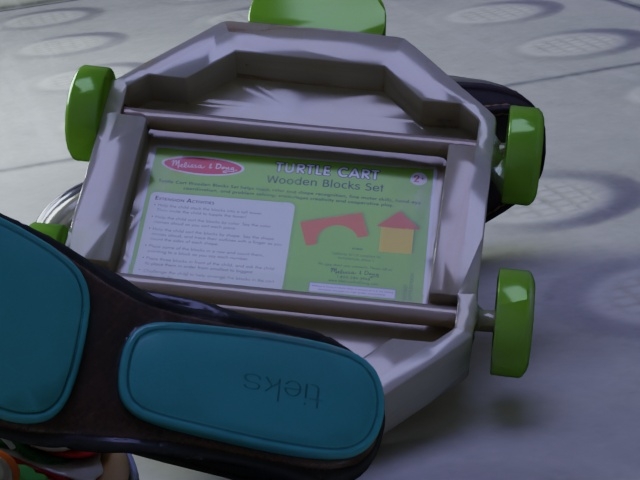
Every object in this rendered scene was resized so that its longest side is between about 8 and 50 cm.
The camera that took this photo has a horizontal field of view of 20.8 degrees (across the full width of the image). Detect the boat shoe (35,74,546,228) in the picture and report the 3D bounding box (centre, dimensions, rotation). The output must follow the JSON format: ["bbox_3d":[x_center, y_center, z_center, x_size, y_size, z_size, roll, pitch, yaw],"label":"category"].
[{"bbox_3d":[0.000,0.000,1.077,0.355,0.132,0.130,-22,32,-20],"label":"boat shoe"}]

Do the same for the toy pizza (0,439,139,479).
[{"bbox_3d":[-0.181,0.090,0.817,0.201,0.032,0.201,15,21,-6],"label":"toy pizza"}]

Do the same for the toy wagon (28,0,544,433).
[{"bbox_3d":[-0.011,-0.041,0.974,0.267,0.068,0.344,6,51,4],"label":"toy wagon"}]

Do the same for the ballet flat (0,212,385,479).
[{"bbox_3d":[-0.108,0.059,0.786,0.280,0.095,0.096,22,-26,-14],"label":"ballet flat"}]
